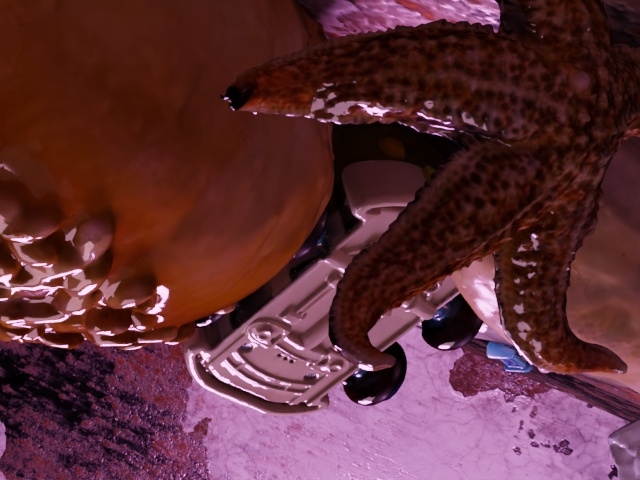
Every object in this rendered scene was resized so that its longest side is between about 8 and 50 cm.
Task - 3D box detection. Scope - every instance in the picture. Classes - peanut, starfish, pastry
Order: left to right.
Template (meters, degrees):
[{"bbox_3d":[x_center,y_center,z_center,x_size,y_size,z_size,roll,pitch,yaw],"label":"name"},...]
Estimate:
[{"bbox_3d":[-0.187,-0.086,0.518,0.410,0.245,0.409,26,173,3],"label":"pastry"},{"bbox_3d":[0.082,-0.044,0.342,0.238,0.213,0.057,-11,-162,-22],"label":"starfish"},{"bbox_3d":[0.183,0.019,0.515,0.313,0.149,0.149,23,176,-31],"label":"peanut"}]

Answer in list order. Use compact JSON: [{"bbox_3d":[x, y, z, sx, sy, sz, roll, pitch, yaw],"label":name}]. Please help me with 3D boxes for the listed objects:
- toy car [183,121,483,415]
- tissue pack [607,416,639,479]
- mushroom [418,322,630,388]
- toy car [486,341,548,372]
[{"bbox_3d":[0.000,0.000,0.755,0.204,0.248,0.198,30,-150,-36],"label":"toy car"},{"bbox_3d":[0.408,0.180,0.706,0.316,0.103,0.228,27,133,-25],"label":"tissue pack"},{"bbox_3d":[0.181,0.047,0.797,0.329,0.122,0.159,19,-178,39],"label":"mushroom"},{"bbox_3d":[0.275,0.113,1.065,0.162,0.098,0.126,16,171,27],"label":"toy car"}]
